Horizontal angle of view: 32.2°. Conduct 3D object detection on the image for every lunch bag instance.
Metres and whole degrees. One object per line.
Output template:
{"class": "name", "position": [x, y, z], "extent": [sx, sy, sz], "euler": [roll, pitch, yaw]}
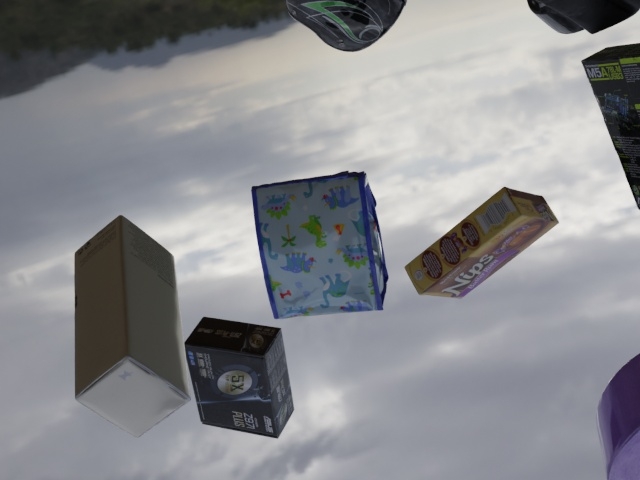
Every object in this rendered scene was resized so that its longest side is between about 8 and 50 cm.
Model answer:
{"class": "lunch bag", "position": [0.000, 0.000, 1.211], "extent": [0.128, 0.151, 0.096], "euler": [-7, -153, 11]}

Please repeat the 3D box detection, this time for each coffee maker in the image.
{"class": "coffee maker", "position": [0.237, -0.275, 1.075], "extent": [0.178, 0.120, 0.171], "euler": [11, -177, -39]}

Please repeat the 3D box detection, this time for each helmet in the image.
{"class": "helmet", "position": [0.031, -0.384, 1.679], "extent": [0.169, 0.161, 0.169], "euler": [-35, -144, 31]}

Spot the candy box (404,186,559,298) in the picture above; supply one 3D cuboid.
{"class": "candy box", "position": [0.216, 0.006, 1.495], "extent": [0.186, 0.053, 0.109], "euler": [-42, 151, 27]}

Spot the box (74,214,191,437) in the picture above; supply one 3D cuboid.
{"class": "box", "position": [-0.239, 0.101, 1.385], "extent": [0.094, 0.113, 0.275], "euler": [-37, -145, 17]}

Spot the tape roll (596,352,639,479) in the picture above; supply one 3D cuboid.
{"class": "tape roll", "position": [0.440, 0.212, 1.185], "extent": [0.274, 0.275, 0.090], "euler": [-12, -141, 14]}

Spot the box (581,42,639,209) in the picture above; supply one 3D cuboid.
{"class": "box", "position": [0.359, -0.112, 1.122], "extent": [0.045, 0.184, 0.190], "euler": [-25, -168, -14]}

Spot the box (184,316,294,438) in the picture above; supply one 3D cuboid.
{"class": "box", "position": [-0.133, 0.228, 1.839], "extent": [0.147, 0.180, 0.077], "euler": [7, -144, 20]}
